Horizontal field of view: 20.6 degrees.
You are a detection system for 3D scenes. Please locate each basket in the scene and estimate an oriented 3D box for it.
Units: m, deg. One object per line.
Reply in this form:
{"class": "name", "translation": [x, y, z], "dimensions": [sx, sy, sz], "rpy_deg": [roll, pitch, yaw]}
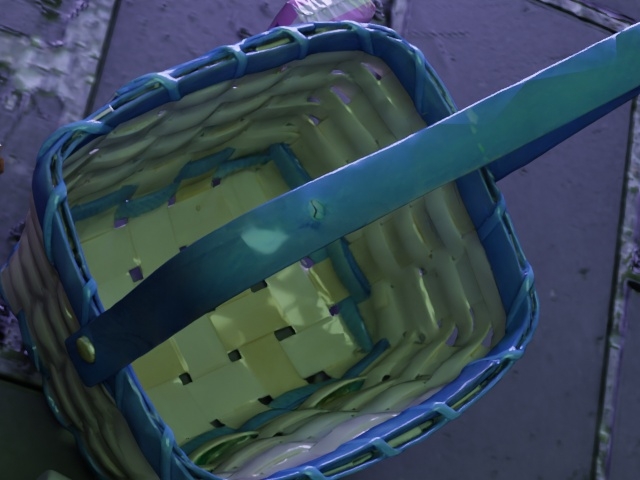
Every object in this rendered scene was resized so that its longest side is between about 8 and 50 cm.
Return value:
{"class": "basket", "translation": [0.000, 0.000, 0.790], "dimensions": [0.255, 0.289, 0.201], "rpy_deg": [-25, 82, -31]}

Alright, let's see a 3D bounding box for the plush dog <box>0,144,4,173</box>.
{"class": "plush dog", "translation": [-0.207, -0.039, 0.748], "dimensions": [0.211, 0.225, 0.262], "rpy_deg": [-18, 78, -29]}

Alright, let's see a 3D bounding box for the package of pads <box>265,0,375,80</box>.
{"class": "package of pads", "translation": [-0.009, -0.106, 0.951], "dimensions": [0.050, 0.083, 0.032], "rpy_deg": [-27, 77, -34]}

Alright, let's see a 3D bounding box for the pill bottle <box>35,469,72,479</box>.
{"class": "pill bottle", "translation": [-0.052, 0.199, 0.785], "dimensions": [0.221, 0.121, 0.121], "rpy_deg": [32, 60, -10]}
